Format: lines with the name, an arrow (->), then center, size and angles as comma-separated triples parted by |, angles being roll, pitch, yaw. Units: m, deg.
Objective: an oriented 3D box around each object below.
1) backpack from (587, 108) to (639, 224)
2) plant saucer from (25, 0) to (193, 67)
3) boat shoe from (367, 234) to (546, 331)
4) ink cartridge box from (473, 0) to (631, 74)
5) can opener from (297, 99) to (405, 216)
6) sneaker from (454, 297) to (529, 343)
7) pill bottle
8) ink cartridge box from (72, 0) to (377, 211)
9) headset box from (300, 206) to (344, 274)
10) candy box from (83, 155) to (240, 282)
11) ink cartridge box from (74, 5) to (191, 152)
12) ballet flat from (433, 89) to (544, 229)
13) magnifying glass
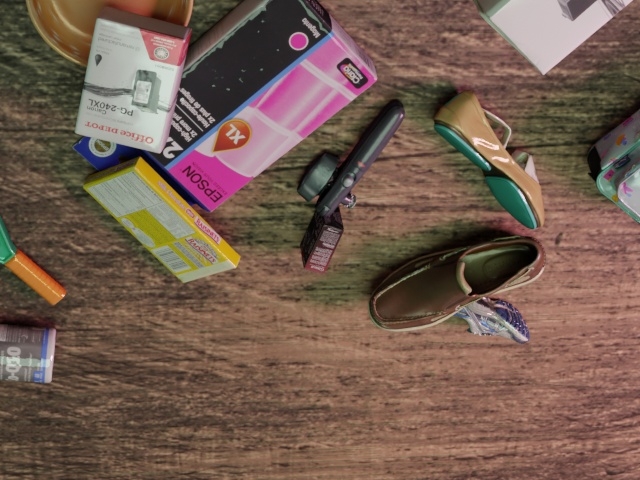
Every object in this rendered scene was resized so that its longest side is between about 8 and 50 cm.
backpack -> 0.469, -0.103, 1.786 | 0.166, 0.144, 0.188 | 38, 108, -20
plant saucer -> -0.253, -0.301, 1.632 | 0.199, 0.037, 0.200 | -3, 123, -4
boat shoe -> 0.184, 0.050, 1.859 | 0.257, 0.095, 0.095 | -23, 81, 0
ink cartridge box -> 0.305, -0.350, 1.575 | 0.273, 0.197, 0.114 | -39, 118, 17
can opener -> 0.049, -0.107, 1.778 | 0.073, 0.059, 0.186 | 34, 113, -24
sneaker -> 0.241, 0.113, 1.953 | 0.135, 0.052, 0.058 | 33, 123, -16
pill bottle -> -0.437, 0.154, 1.871 | 0.137, 0.078, 0.078 | 5, 121, -10
ink cartridge box -> -0.124, -0.163, 1.723 | 0.371, 0.069, 0.176 | -36, 119, 18
headset box -> 0.000, 0.000, 1.837 | 0.032, 0.062, 0.083 | 15, 118, -15
candy box -> -0.208, -0.024, 1.791 | 0.105, 0.027, 0.206 | -18, 128, 37
ink cartridge box -> -0.225, -0.191, 1.628 | 0.109, 0.063, 0.151 | 13, 113, -5
ballet flat -> 0.242, -0.108, 1.797 | 0.073, 0.080, 0.232 | -51, 121, -10
magnifying glass -> -0.432, 0.007, 1.811 | 0.092, 0.026, 0.231 | -37, 120, 16
